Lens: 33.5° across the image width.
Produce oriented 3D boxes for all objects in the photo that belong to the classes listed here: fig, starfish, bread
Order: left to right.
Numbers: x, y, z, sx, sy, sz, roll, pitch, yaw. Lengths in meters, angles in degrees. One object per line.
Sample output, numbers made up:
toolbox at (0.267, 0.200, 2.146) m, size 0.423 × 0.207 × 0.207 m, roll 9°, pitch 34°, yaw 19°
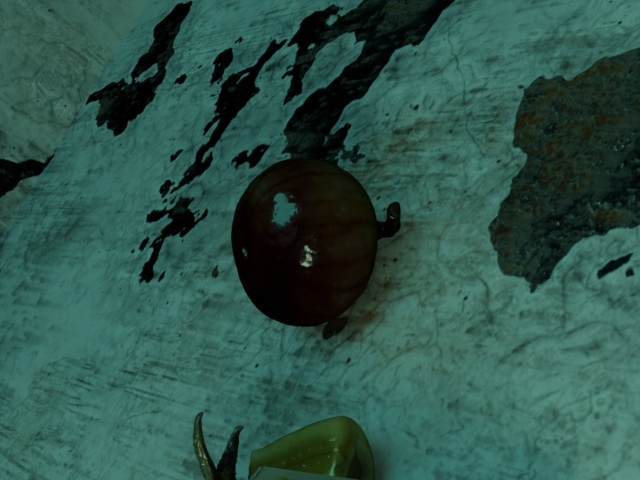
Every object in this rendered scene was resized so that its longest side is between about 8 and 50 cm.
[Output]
starfish at (-0.118, 0.311, 1.248) m, size 0.057 × 0.238 × 0.213 m, roll 2°, pitch 32°, yaw 9°
fig at (-0.017, 0.004, 1.449) m, size 0.235 × 0.214 × 0.235 m, roll -9°, pitch 78°, yaw 45°
bread at (-0.010, 0.286, 1.247) m, size 0.173 × 0.085 × 0.134 m, roll -25°, pitch 43°, yaw 38°

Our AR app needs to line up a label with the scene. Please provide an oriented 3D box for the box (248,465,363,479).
box at (0.050, 0.319, 0.990) m, size 0.343 × 0.065 × 0.200 m, roll 1°, pitch 33°, yaw 28°
